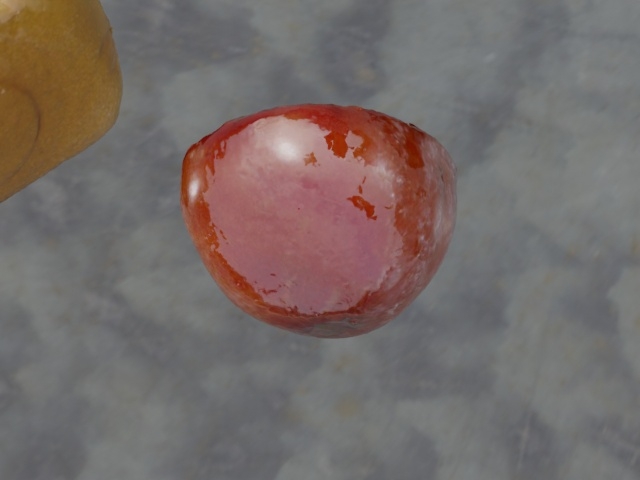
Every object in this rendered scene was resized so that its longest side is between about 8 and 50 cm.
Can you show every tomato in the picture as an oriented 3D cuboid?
[{"bbox_3d":[0.000,0.000,0.951,0.139,0.159,0.091,-10,64,16],"label":"tomato"}]

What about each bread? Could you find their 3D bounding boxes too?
[{"bbox_3d":[-0.242,-0.083,1.133,0.121,0.245,0.174,41,157,39],"label":"bread"}]
